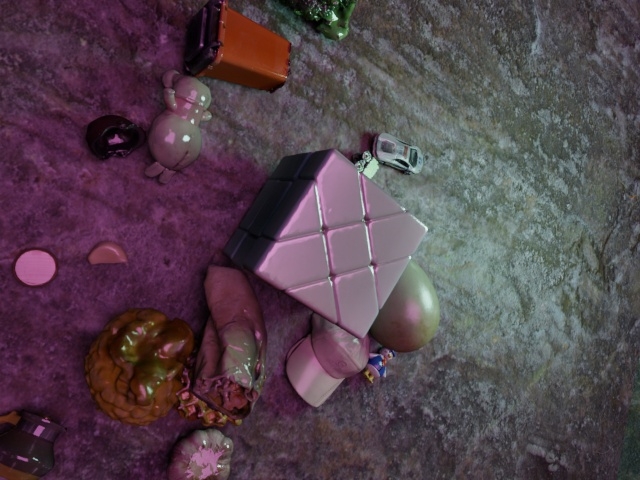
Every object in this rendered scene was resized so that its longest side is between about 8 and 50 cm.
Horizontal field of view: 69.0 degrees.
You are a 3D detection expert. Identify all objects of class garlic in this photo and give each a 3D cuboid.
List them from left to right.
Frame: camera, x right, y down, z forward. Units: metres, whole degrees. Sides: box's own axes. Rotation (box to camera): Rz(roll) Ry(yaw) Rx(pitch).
[{"bbox_3d":[-0.479,0.028,1.046,0.083,0.041,0.053,-7,105,-22],"label":"garlic"},{"bbox_3d":[-0.286,0.527,1.105,0.147,0.102,0.159,41,57,-8],"label":"garlic"}]

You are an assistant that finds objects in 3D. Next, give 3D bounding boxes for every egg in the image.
[{"bbox_3d":[0.227,0.172,1.342,0.218,0.218,0.296,-2,80,-30],"label":"egg"}]

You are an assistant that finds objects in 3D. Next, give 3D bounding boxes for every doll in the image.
[{"bbox_3d":[-0.328,-0.269,1.087,0.155,0.113,0.275,27,73,-62],"label":"doll"},{"bbox_3d":[0.180,0.364,1.403,0.143,0.057,0.099,-41,107,-30],"label":"doll"}]

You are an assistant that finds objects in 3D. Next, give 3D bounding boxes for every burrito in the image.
[{"bbox_3d":[-0.191,0.210,1.059,0.190,0.135,0.332,48,29,-41],"label":"burrito"}]

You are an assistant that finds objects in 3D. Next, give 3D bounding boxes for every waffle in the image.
[{"bbox_3d":[-0.250,0.339,1.162,0.243,0.058,0.238,27,72,-29],"label":"waffle"}]

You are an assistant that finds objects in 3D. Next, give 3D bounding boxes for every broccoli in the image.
[{"bbox_3d":[0.015,-0.678,1.254,0.270,0.270,0.270,-56,149,-19],"label":"broccoli"}]

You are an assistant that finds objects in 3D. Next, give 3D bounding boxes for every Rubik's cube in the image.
[{"bbox_3d":[0.000,0.000,1.136,0.318,0.316,0.322,35,81,-24],"label":"Rubik's cube"}]

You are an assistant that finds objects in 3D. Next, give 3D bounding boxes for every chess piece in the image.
[{"bbox_3d":[-0.597,0.057,0.977,0.083,0.038,0.084,1,87,-27],"label":"chess piece"}]

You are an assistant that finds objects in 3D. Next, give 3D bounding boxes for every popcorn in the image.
[{"bbox_3d":[-0.373,0.262,0.977,0.206,0.251,0.237,39,67,-26],"label":"popcorn"}]

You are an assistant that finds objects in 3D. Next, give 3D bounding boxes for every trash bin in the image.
[{"bbox_3d":[-0.194,-0.470,1.149,0.238,0.184,0.161,8,85,-35],"label":"trash bin"}]

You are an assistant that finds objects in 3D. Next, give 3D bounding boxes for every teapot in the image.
[{"bbox_3d":[-0.599,0.401,0.928,0.165,0.130,0.119,21,59,4],"label":"teapot"}]

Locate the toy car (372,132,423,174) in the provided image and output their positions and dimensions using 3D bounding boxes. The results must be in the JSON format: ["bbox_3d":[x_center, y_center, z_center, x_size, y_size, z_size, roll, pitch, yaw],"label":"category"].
[{"bbox_3d":[0.248,-0.271,1.461,0.204,0.056,0.095,14,80,-28],"label":"toy car"}]

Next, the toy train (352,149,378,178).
[{"bbox_3d":[0.097,-0.177,1.369,0.081,0.060,0.202,45,70,-27],"label":"toy train"}]

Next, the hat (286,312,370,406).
[{"bbox_3d":[0.029,0.330,1.272,0.219,0.164,0.226,50,45,-18],"label":"hat"}]

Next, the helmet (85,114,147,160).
[{"bbox_3d":[-0.462,-0.238,1.038,0.123,0.098,0.070,-27,71,-32],"label":"helmet"}]
